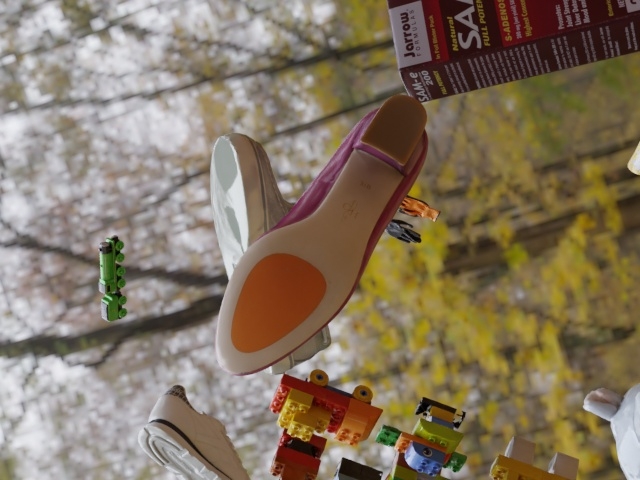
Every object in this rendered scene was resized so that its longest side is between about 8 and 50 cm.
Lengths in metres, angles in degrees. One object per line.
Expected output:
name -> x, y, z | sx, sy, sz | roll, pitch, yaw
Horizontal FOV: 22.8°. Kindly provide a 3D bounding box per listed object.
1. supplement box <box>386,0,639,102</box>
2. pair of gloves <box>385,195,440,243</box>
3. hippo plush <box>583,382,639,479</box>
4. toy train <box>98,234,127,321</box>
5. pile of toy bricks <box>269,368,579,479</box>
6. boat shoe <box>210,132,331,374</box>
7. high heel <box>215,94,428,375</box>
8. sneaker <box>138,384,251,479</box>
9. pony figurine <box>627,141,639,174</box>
supplement box -> 0.183, -0.219, 1.440 | 0.073, 0.239, 0.130 | 52, -153, -64
pair of gloves -> 0.113, -0.030, 2.123 | 0.074, 0.083, 0.010 | 26, -133, -7
hippo plush -> 0.354, 0.234, 1.407 | 0.294, 0.234, 0.236 | 113, 163, -69
toy train -> -0.190, 0.035, 1.446 | 0.024, 0.017, 0.083 | -17, -63, -35
pile of toy bricks -> 0.056, 0.175, 1.045 | 0.118, 0.212, 0.105 | 112, 177, -47
boat shoe -> -0.036, 0.005, 1.354 | 0.079, 0.081, 0.227 | 38, 143, 55
high heel -> 0.000, 0.000, 1.185 | 0.244, 0.082, 0.117 | -61, -3, -10
sneaker -> -0.148, 0.304, 2.207 | 0.235, 0.090, 0.094 | 52, -140, -25
pony figurine -> 0.487, -0.217, 1.964 | 0.351, 0.303, 0.363 | -121, 25, -64
